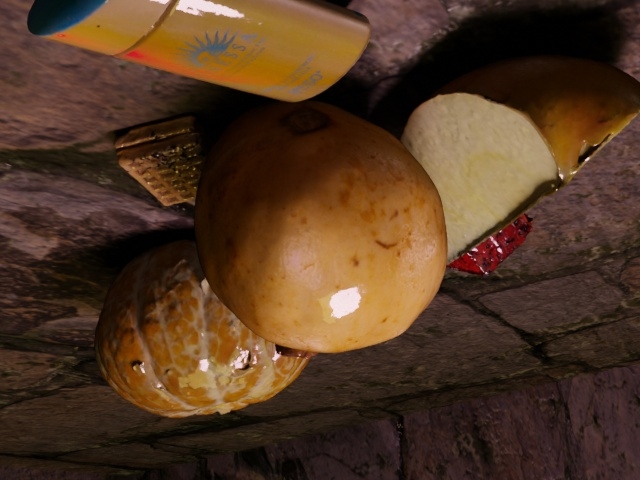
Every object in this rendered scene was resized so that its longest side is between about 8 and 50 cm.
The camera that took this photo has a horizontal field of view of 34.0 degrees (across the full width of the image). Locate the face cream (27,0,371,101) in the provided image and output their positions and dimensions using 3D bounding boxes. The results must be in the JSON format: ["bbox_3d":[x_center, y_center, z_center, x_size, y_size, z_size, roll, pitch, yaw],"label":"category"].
[{"bbox_3d":[-0.100,-0.192,0.930,0.285,0.067,0.139,9,151,-41],"label":"face cream"}]

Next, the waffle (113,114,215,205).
[{"bbox_3d":[-0.168,-0.091,1.221,0.103,0.042,0.148,-12,160,9],"label":"waffle"}]

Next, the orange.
[{"bbox_3d":[-0.168,0.129,1.538,0.330,0.249,0.329,-5,168,-1],"label":"orange"}]

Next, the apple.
[{"bbox_3d":[0.216,-0.098,1.173,0.254,0.179,0.346,9,158,-13],"label":"apple"}]

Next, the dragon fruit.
[{"bbox_3d":[0.210,-0.025,1.543,0.127,0.120,0.161,-44,-158,-20],"label":"dragon fruit"}]

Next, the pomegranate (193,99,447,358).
[{"bbox_3d":[-0.004,-0.018,1.154,0.308,0.307,0.307,-8,161,-3],"label":"pomegranate"}]
